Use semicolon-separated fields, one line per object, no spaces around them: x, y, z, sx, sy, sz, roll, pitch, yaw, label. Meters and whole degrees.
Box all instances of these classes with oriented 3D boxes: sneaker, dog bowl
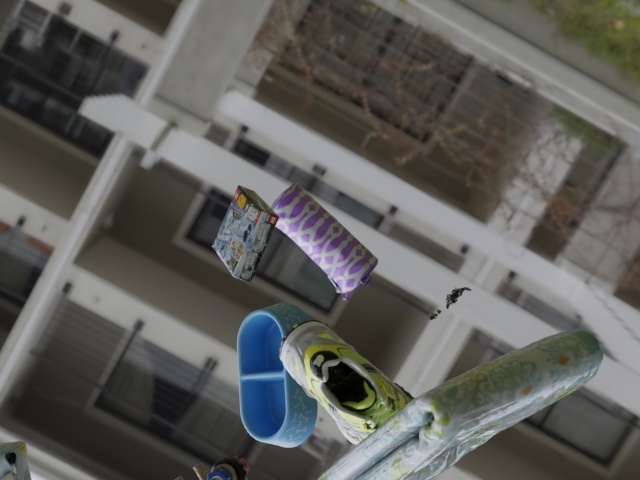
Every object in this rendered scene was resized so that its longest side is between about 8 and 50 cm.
0.081;0.302;2.059;0.385;0.145;0.147;40;-179;-26;sneaker
-0.095;0.275;2.348;0.166;0.297;0.074;-9;171;40;dog bowl

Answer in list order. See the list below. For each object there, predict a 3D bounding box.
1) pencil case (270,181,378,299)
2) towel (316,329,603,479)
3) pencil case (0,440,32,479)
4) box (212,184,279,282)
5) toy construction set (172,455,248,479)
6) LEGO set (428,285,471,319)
0.000;0.000;1.860;0.206;0.088;0.086;44;-178;0;pencil case
0.192;0.268;1.655;0.321;0.374;0.090;-20;-109;-37;towel
-0.462;0.433;1.699;0.124;0.273;0.113;-12;180;28;pencil case
-0.099;-0.011;1.503;0.027;0.094;0.137;20;-170;-22;box
-0.188;0.511;1.921;0.237;0.257;0.309;59;171;2;toy construction set
0.208;0.098;1.889;0.023;0.083;0.054;54;174;11;LEGO set
